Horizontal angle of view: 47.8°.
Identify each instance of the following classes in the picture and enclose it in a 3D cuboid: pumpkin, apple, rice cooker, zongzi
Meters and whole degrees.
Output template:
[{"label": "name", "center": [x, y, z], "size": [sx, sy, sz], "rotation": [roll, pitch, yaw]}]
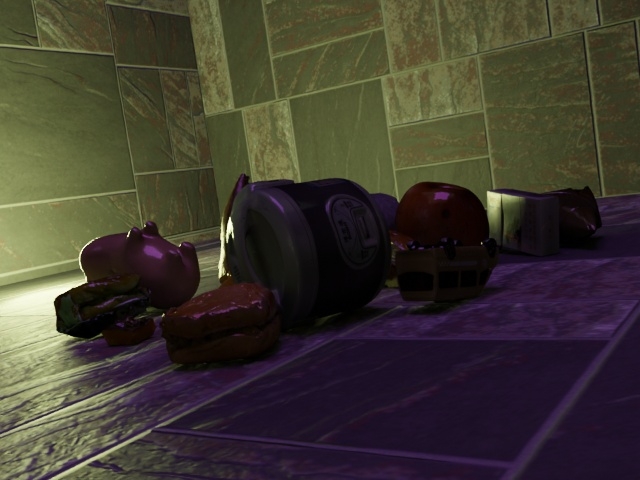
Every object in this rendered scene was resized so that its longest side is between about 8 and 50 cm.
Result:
[{"label": "pumpkin", "center": [-0.387, 0.180, 1.461], "size": [0.083, 0.054, 0.074], "rotation": [-1, 12, 21]}, {"label": "apple", "center": [0.309, -0.042, 1.841], "size": [0.253, 0.254, 0.253], "rotation": [-8, 5, 1]}, {"label": "rice cooker", "center": [-0.033, 0.017, 1.407], "size": [0.276, 0.289, 0.288], "rotation": [-9, 4, -34]}, {"label": "zongzi", "center": [0.606, -0.045, 1.945], "size": [0.273, 0.145, 0.300], "rotation": [-11, 10, 23]}]

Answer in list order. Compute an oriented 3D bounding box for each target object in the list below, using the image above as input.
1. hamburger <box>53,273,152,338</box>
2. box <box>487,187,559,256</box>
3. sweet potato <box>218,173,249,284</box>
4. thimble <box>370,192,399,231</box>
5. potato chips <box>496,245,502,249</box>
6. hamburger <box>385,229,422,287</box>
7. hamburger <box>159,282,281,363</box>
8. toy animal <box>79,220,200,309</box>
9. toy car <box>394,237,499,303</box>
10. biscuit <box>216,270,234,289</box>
[{"label": "hamburger", "center": [-0.477, 0.138, 1.640], "size": [0.214, 0.125, 0.235], "rotation": [-26, 1, -40]}, {"label": "box", "center": [0.527, -0.053, 1.897], "size": [0.067, 0.150, 0.233], "rotation": [-6, 11, -20]}, {"label": "sweet potato", "center": [-0.230, -0.038, 2.109], "size": [0.131, 0.337, 0.131], "rotation": [2, -10, 0]}, {"label": "thimble", "center": [0.132, -0.019, 2.017], "size": [0.157, 0.217, 0.245], "rotation": [-7, -19, -36]}, {"label": "potato chips", "center": [0.480, 0.017, 2.043], "size": [0.091, 0.028, 0.207], "rotation": [-4, 8, 29]}, {"label": "hamburger", "center": [0.191, 0.035, 1.695], "size": [0.155, 0.136, 0.207], "rotation": [-13, 9, -29]}, {"label": "hamburger", "center": [-0.163, 0.139, 1.224], "size": [0.213, 0.108, 0.214], "rotation": [-9, 4, 1]}, {"label": "toy animal", "center": [-0.462, 0.081, 1.863], "size": [0.326, 0.269, 0.237], "rotation": [29, 22, 22]}, {"label": "toy car", "center": [0.254, 0.058, 1.406], "size": [0.101, 0.125, 0.256], "rotation": [-4, -3, 42]}, {"label": "biscuit", "center": [-0.164, 0.073, 1.838], "size": [0.212, 0.041, 0.239], "rotation": [-23, 29, 28]}]
